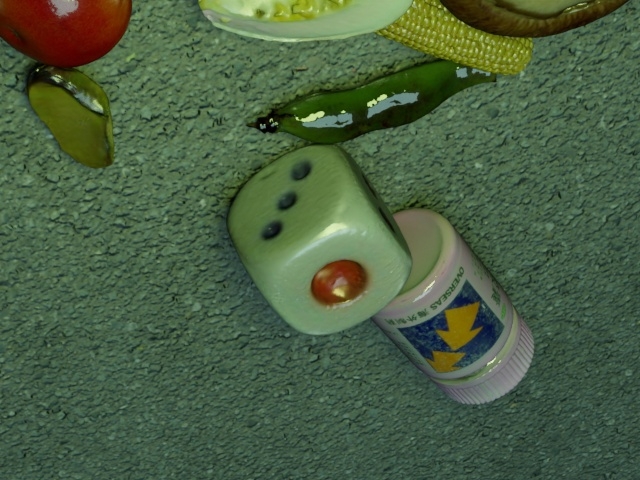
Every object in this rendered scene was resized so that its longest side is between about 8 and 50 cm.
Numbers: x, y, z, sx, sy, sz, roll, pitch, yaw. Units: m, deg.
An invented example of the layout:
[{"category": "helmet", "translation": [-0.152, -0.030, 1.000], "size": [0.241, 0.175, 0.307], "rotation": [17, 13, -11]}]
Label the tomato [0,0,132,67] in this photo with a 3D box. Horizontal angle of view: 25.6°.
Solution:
[{"category": "tomato", "translation": [-0.303, -0.278, 1.570], "size": [0.195, 0.195, 0.136], "rotation": [47, 68, -41]}]

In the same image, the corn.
[{"category": "corn", "translation": [0.155, -0.277, 1.799], "size": [0.260, 0.091, 0.091], "rotation": [19, 84, -28]}]

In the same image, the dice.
[{"category": "dice", "translation": [0.000, 0.000, 1.912], "size": [0.193, 0.191, 0.194], "rotation": [-32, 131, 10]}]

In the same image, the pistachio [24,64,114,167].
[{"category": "pistachio", "translation": [-0.300, -0.164, 1.759], "size": [0.090, 0.049, 0.173], "rotation": [-10, 137, 18]}]

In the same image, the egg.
[{"category": "egg", "translation": [0.002, -0.346, 1.646], "size": [0.206, 0.161, 0.271], "rotation": [18, 155, -41]}]

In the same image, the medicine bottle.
[{"category": "medicine bottle", "translation": [0.181, 0.101, 2.073], "size": [0.178, 0.178, 0.290], "rotation": [-34, 131, 9]}]

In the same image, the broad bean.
[{"category": "broad bean", "translation": [0.070, -0.179, 1.873], "size": [0.339, 0.061, 0.077], "rotation": [-16, 115, -8]}]

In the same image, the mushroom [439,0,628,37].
[{"category": "mushroom", "translation": [0.276, -0.373, 1.653], "size": [0.346, 0.259, 0.345], "rotation": [-8, 133, -9]}]
